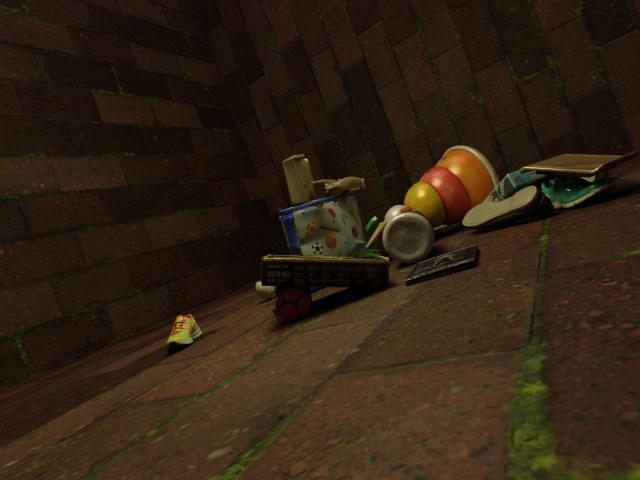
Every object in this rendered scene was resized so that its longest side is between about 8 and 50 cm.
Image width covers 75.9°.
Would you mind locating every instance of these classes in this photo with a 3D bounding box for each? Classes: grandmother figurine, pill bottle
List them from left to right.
[{"bbox_3d":[-0.136,0.173,1.813,0.342,0.104,0.208,-17,-10,-37],"label":"grandmother figurine"},{"bbox_3d":[0.303,-0.019,1.388,0.162,0.162,0.278,-20,1,16],"label":"pill bottle"},{"bbox_3d":[1.045,-0.261,1.591,0.184,0.103,0.103,-20,0,-43],"label":"pill bottle"}]

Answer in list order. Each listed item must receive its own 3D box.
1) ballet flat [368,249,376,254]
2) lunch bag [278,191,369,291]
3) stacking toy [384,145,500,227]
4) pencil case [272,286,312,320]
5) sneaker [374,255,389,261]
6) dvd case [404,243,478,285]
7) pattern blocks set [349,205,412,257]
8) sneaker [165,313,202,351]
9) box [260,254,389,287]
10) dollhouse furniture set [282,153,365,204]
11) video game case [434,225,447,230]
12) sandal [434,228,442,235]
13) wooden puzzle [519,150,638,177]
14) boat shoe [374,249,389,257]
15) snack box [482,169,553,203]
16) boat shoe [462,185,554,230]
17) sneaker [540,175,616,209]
[{"bbox_3d":[0.263,0.042,1.965,0.206,0.073,0.067,-16,-15,-19],"label":"ballet flat"},{"bbox_3d":[0.000,0.000,1.614,0.239,0.328,0.385,-14,6,32],"label":"lunch bag"},{"bbox_3d":[0.483,-0.168,1.756,0.480,0.351,0.350,-26,2,-16],"label":"stacking toy"},{"bbox_3d":[-0.075,0.162,1.135,0.098,0.095,0.209,-35,-2,0],"label":"pencil case"},{"bbox_3d":[0.179,0.088,1.469,0.152,0.054,0.061,-12,-4,35],"label":"sneaker"},{"bbox_3d":[0.309,0.058,1.028,0.164,0.018,0.221,-21,1,24],"label":"dvd case"},{"bbox_3d":[0.269,-0.019,1.600,0.325,0.026,0.285,14,-57,-47],"label":"pattern blocks set"},{"bbox_3d":[-0.451,0.292,1.319,0.081,0.094,0.208,-18,2,-2],"label":"sneaker"},{"bbox_3d":[0.007,0.081,1.141,0.322,0.079,0.257,1,-2,-2],"label":"box"},{"bbox_3d":[0.055,-0.263,1.589,0.355,0.174,0.303,-16,8,-25],"label":"dollhouse furniture set"},{"bbox_3d":[0.527,-0.041,2.291,0.329,0.036,0.300,-21,1,4],"label":"video game case"},{"bbox_3d":[0.414,-0.017,1.768,0.219,0.060,0.090,-20,-12,8],"label":"sandal"},{"bbox_3d":[0.764,-0.223,1.224,0.221,0.044,0.238,-18,16,-28],"label":"wooden puzzle"},{"bbox_3d":[0.276,0.053,1.816,0.065,0.075,0.206,23,1,8],"label":"boat shoe"},{"bbox_3d":[0.703,-0.166,1.502,0.187,0.060,0.322,-20,-20,-9],"label":"snack box"},{"bbox_3d":[0.611,-0.082,1.363,0.112,0.095,0.335,-58,11,-20],"label":"boat shoe"},{"bbox_3d":[0.759,-0.156,1.247,0.107,0.110,0.275,-20,1,-6],"label":"sneaker"}]
